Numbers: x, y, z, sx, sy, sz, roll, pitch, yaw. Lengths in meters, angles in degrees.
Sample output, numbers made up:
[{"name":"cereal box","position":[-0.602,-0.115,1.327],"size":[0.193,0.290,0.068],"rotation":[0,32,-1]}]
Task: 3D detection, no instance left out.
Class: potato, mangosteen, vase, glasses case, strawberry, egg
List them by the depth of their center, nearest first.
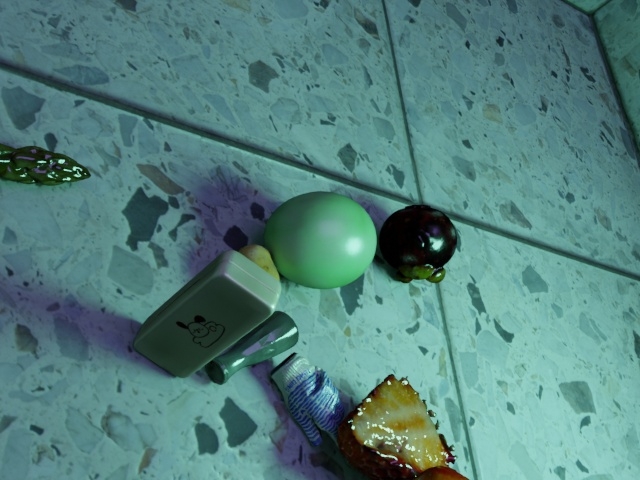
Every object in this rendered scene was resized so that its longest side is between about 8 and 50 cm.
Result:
[{"name":"glasses case","position":[-0.212,0.141,1.697],"size":[0.131,0.313,0.070],"rotation":[37,40,-19]},{"name":"vase","position":[-0.142,0.224,1.889],"size":[0.214,0.086,0.086],"rotation":[-29,85,-44]},{"name":"potato","position":[-0.146,0.092,1.951],"size":[0.118,0.109,0.178],"rotation":[47,42,-40]},{"name":"strawberry","position":[0.148,0.448,1.952],"size":[0.253,0.150,0.280],"rotation":[51,34,6]},{"name":"egg","position":[0.000,0.000,2.062],"size":[0.269,0.220,0.220],"rotation":[-1,64,-42]},{"name":"mangosteen","position":[0.245,0.009,2.316],"size":[0.210,0.210,0.210],"rotation":[24,49,-30]}]

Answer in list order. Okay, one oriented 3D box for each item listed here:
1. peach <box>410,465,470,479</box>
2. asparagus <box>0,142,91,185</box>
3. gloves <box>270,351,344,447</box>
[{"name":"peach","position":[0.226,0.610,1.792],"size":[0.289,0.289,0.308],"rotation":[36,70,-20]},{"name":"asparagus","position":[-0.569,-0.145,1.742],"size":[0.287,0.080,0.080],"rotation":[6,60,-37]},{"name":"gloves","position":[-0.014,0.340,1.929],"size":[0.119,0.097,0.229],"rotation":[-39,102,-16]}]
